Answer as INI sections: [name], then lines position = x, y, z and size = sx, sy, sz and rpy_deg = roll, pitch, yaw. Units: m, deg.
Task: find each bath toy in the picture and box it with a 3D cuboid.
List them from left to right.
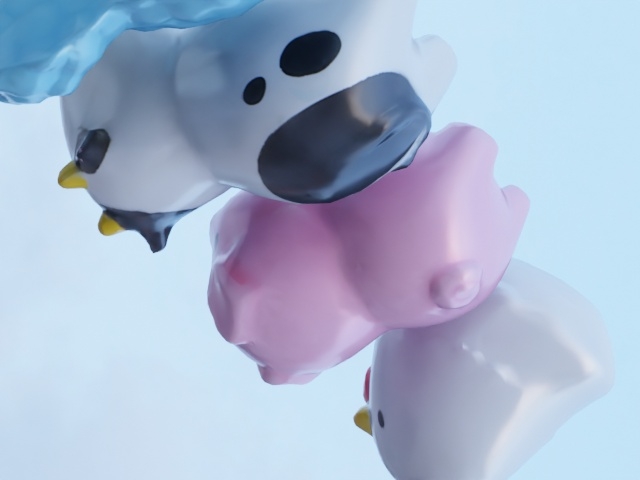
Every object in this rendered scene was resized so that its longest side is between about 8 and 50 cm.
[bath toy]
position = 0.000, 0.000, 0.637
size = 0.151, 0.348, 0.129
rpy_deg = 11, -118, 41
